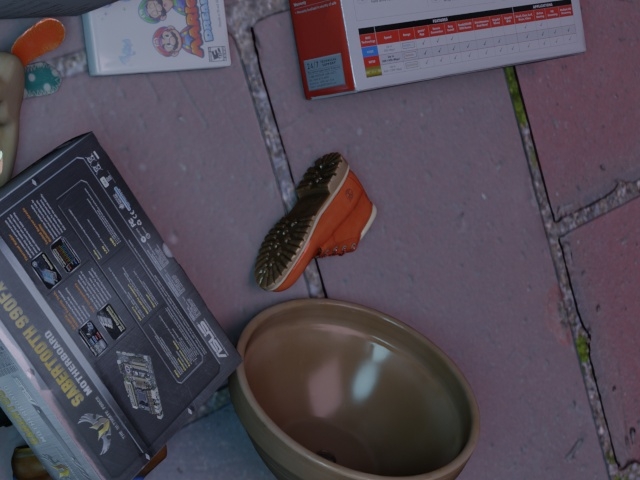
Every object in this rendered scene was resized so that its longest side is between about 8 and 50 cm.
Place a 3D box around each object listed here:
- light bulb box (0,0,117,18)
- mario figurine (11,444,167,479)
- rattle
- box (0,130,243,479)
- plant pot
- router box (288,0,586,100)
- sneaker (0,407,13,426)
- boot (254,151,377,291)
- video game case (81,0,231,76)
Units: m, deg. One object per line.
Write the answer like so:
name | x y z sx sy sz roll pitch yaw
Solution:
light bulb box | -0.257 -0.283 0.959 0.361 0.358 0.225 -10 93 -38
mario figurine | -0.159 0.318 1.130 0.198 0.170 0.321 -8 85 -3
rattle | -0.303 -0.104 1.125 0.130 0.142 0.200 63 33 -56
box | -0.183 0.059 1.070 0.231 0.056 0.183 57 45 -14
plant pot | 0.019 0.170 1.282 0.237 0.237 0.110 -6 133 -37
router box | 0.113 -0.315 1.413 0.335 0.082 0.301 -13 97 -37
sneaker | -0.271 0.109 1.120 0.283 0.107 0.124 23 99 -38
boot | 0.000 0.000 1.337 0.085 0.059 0.158 50 60 -31
video game case | -0.152 -0.230 1.249 0.143 0.019 0.157 -9 95 -37
